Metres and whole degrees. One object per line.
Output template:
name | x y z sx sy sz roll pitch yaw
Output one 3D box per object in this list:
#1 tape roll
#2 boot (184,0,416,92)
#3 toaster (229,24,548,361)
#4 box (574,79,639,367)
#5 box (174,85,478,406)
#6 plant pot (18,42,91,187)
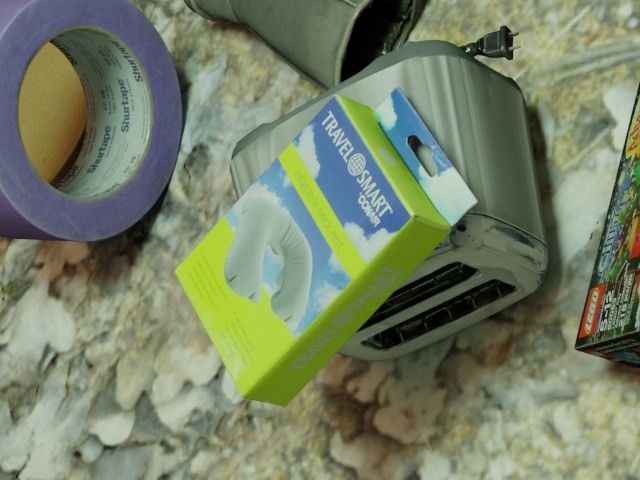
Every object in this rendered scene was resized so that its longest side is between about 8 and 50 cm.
tape roll | -0.198 -0.094 1.473 0.080 0.189 0.189 3 74 45
boot | -0.007 -0.213 1.427 0.208 0.076 0.189 30 108 54
toaster | 0.052 -0.022 1.245 0.227 0.129 0.146 -27 58 31
box | 0.211 -0.050 1.102 0.159 0.044 0.233 144 142 -76
box | 0.000 0.000 1.169 0.178 0.042 0.109 -47 52 21
plant pot | -0.249 -0.116 1.648 0.236 0.032 0.236 -20 59 38
